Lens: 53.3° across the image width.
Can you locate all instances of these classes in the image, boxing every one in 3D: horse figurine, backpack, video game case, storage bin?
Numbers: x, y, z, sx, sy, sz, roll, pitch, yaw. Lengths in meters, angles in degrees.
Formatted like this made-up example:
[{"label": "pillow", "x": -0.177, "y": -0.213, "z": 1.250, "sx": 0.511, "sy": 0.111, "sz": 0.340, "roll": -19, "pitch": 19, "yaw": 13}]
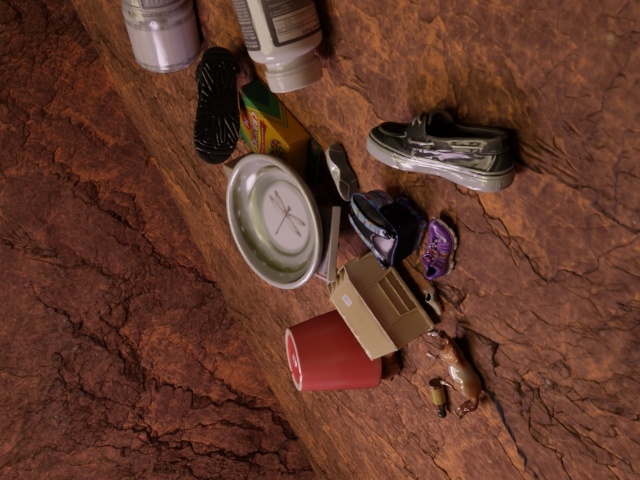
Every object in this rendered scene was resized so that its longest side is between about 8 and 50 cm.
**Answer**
[{"label": "horse figurine", "x": 0.339, "y": 0.328, "z": 1.607, "sx": 0.263, "sy": 0.066, "sz": 0.174, "roll": 64, "pitch": 163, "yaw": -4}, {"label": "backpack", "x": 0.148, "y": -0.044, "z": 1.504, "sx": 0.173, "sy": 0.117, "sz": 0.158, "roll": 48, "pitch": 155, "yaw": 28}, {"label": "video game case", "x": 0.000, "y": 0.000, "z": 1.822, "sx": 0.285, "sy": 0.025, "sz": 0.204, "roll": -164, "pitch": 77, "yaw": -74}, {"label": "storage bin", "x": 0.148, "y": 0.178, "z": 1.729, "sx": 0.260, "sy": 0.123, "sz": 0.262, "roll": 56, "pitch": 163, "yaw": 8}]

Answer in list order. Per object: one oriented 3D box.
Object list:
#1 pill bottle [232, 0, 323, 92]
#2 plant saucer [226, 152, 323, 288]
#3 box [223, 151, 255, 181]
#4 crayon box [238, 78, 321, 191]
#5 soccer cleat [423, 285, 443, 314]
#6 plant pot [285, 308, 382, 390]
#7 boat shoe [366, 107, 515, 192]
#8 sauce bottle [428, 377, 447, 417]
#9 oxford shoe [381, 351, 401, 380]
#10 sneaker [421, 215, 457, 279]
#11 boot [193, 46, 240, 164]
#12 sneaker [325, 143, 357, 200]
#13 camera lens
[{"label": "pill bottle", "x": -0.096, "y": -0.501, "z": 1.412, "sx": 0.176, "sy": 0.176, "sz": 0.318, "roll": 28, "pitch": 141, "yaw": 54}, {"label": "plant saucer", "x": -0.113, "y": -0.062, "z": 1.830, "sx": 0.400, "sy": 0.100, "sz": 0.400, "roll": 22, "pitch": 121, "yaw": 41}, {"label": "box", "x": -0.186, "y": -0.179, "z": 2.073, "sx": 0.311, "sy": 0.121, "sz": 0.148, "roll": 27, "pitch": 140, "yaw": 55}, {"label": "crayon box", "x": -0.124, "y": -0.292, "z": 1.857, "sx": 0.318, "sy": 0.081, "sz": 0.202, "roll": 50, "pitch": 155, "yaw": 25}, {"label": "soccer cleat", "x": 0.276, "y": 0.149, "z": 1.566, "sx": 0.029, "sy": 0.035, "sz": 0.083, "roll": 20, "pitch": 134, "yaw": 59}, {"label": "plant pot", "x": 0.030, "y": 0.343, "z": 1.968, "sx": 0.275, "sy": 0.243, "sz": 0.275, "roll": 170, "pitch": 90, "yaw": -77}, {"label": "boat shoe", "x": 0.222, "y": -0.192, "z": 1.199, "sx": 0.335, "sy": 0.121, "sz": 0.119, "roll": 23, "pitch": 130, "yaw": 42}, {"label": "sauce bottle", "x": 0.332, "y": 0.445, "z": 1.793, "sx": 0.042, "sy": 0.042, "sz": 0.128, "roll": 32, "pitch": 144, "yaw": 51}, {"label": "oxford shoe", "x": 0.217, "y": 0.365, "z": 1.943, "sx": 0.076, "sy": 0.076, "sz": 0.212, "roll": 24, "pitch": 146, "yaw": 12}, {"label": "sneaker", "x": 0.257, "y": 0.024, "z": 1.409, "sx": 0.068, "sy": 0.071, "sz": 0.170, "roll": 39, "pitch": 149, "yaw": 44}, {"label": "boot", "x": -0.319, "y": -0.401, "z": 1.935, "sx": 0.260, "sy": 0.131, "sz": 0.348, "roll": -162, "pitch": 78, "yaw": -74}, {"label": "sneaker", "x": 0.053, "y": -0.176, "z": 1.656, "sx": 0.061, "sy": 0.053, "sz": 0.152, "roll": -165, "pitch": 56, "yaw": -73}, {"label": "camera lens", "x": -0.504, "y": -0.691, "z": 2.026, "sx": 0.219, "sy": 0.219, "sz": 0.274, "roll": 46, "pitch": 153, "yaw": 34}]
